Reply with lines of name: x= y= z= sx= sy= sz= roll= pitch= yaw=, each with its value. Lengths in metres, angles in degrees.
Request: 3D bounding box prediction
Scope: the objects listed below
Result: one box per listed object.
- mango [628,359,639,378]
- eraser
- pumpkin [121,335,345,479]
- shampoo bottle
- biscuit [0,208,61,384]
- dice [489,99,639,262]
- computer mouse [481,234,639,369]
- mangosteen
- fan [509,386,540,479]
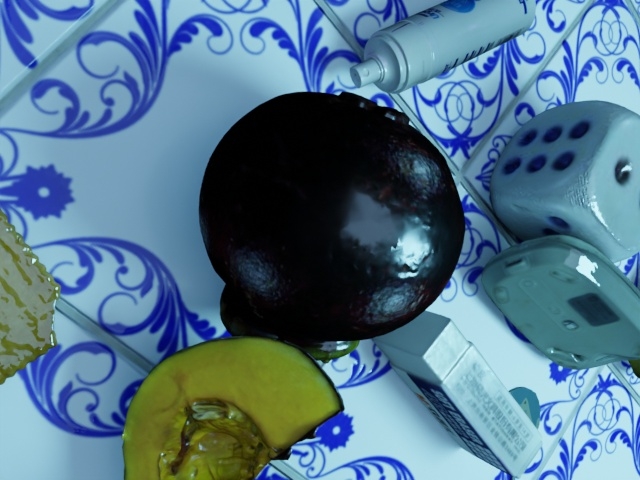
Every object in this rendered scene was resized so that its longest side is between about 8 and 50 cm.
mango: x=0.701 y=0.122 z=1.090 sx=0.330 sy=0.175 sz=0.176 roll=-31 pitch=85 yaw=-3
eraser: x=0.202 y=0.221 z=0.847 sx=0.081 sy=0.124 sz=0.279 roll=-46 pitch=112 yaw=-17
pumpkin: x=-0.127 y=0.205 z=0.673 sx=0.312 sy=0.148 sz=0.169 roll=-42 pitch=89 yaw=7
shampoo bottle: x=0.165 y=-0.281 z=0.807 sx=0.303 sy=0.092 sz=0.092 roll=-29 pitch=107 yaw=-22
biscuit: x=-0.403 y=0.063 z=0.580 sx=0.232 sy=0.013 sz=0.236 roll=-37 pitch=111 yaw=-20
dice: x=0.397 y=-0.085 z=0.887 sx=0.192 sy=0.193 sz=0.194 roll=39 pitch=78 yaw=-26
computer mouse: x=0.399 y=0.102 z=0.916 sx=0.331 sy=0.197 sz=0.095 roll=42 pitch=42 yaw=-26
mangosteen: x=-0.005 y=-0.014 z=0.643 sx=0.313 sy=0.296 sz=0.297 roll=-38 pitch=116 yaw=21
fan: x=0.337 y=0.339 z=0.995 sx=0.113 sy=0.005 sz=0.175 roll=2 pitch=92 yaw=-28
